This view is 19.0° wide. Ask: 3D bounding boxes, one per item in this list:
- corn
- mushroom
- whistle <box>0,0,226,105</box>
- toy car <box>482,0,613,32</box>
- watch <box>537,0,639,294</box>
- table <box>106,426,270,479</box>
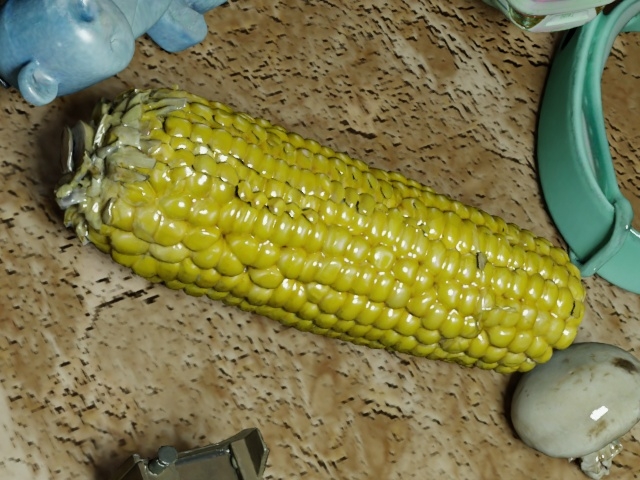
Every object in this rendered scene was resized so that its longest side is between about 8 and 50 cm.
[{"bbox_3d":[0.000,0.000,1.072,0.318,0.115,0.115,21,57,-19],"label":"corn"},{"bbox_3d":[0.157,0.104,1.123,0.085,0.085,0.079,-40,115,-36],"label":"mushroom"},{"bbox_3d":[-0.122,-0.179,1.112,0.180,0.093,0.269,43,50,-31],"label":"whistle"},{"bbox_3d":[0.109,-0.224,1.261,0.090,0.076,0.224,-13,54,-28],"label":"toy car"},{"bbox_3d":[0.234,-0.059,1.243,0.195,0.068,0.237,31,54,-8],"label":"watch"},{"bbox_3d":[-0.064,0.146,0.976,0.070,0.082,0.083,-10,69,-31],"label":"table"}]
